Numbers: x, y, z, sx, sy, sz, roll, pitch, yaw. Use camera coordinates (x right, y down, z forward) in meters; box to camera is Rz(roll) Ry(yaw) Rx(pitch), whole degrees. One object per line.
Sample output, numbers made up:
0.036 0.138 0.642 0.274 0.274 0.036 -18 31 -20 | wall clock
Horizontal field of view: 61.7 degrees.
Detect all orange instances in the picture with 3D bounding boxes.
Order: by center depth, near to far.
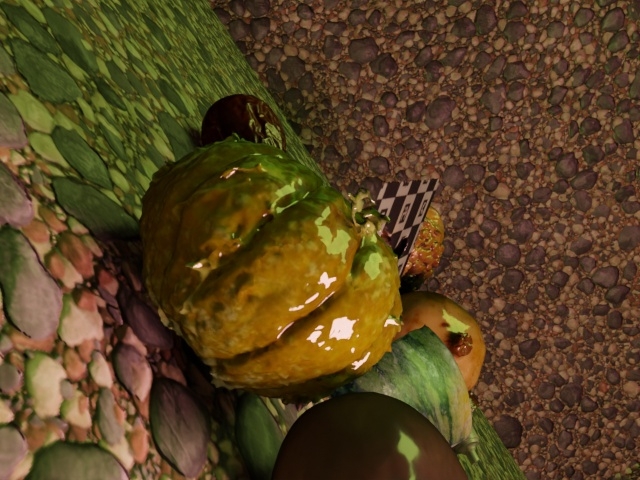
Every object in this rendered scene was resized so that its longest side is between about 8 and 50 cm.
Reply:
-0.066 0.030 0.562 0.301 0.223 0.300 37 -14 29 | orange

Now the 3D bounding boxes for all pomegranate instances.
0.265 0.263 1.353 0.307 0.307 0.307 54 10 -14 | pomegranate

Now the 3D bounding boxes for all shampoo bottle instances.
0.393 0.529 1.626 0.092 0.092 0.303 45 15 -51 | shampoo bottle

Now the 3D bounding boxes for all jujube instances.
-0.147 -0.184 1.075 0.168 0.168 0.237 40 24 -60 | jujube

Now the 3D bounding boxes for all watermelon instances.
0.127 0.307 0.982 0.261 0.201 0.213 -14 65 -34 | watermelon

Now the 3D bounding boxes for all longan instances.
0.046 0.249 0.504 0.220 0.196 0.196 57 9 -6 | longan

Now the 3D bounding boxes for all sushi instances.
0.069 0.052 0.866 0.064 0.343 0.359 25 16 20 | sushi

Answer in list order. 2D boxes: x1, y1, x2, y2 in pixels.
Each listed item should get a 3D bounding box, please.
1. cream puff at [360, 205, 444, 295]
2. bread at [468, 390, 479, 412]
0.199 0.045 1.518 0.327 0.342 0.231 89 -13 -59 | cream puff
0.353 0.462 1.471 0.073 0.160 0.160 55 9 18 | bread
